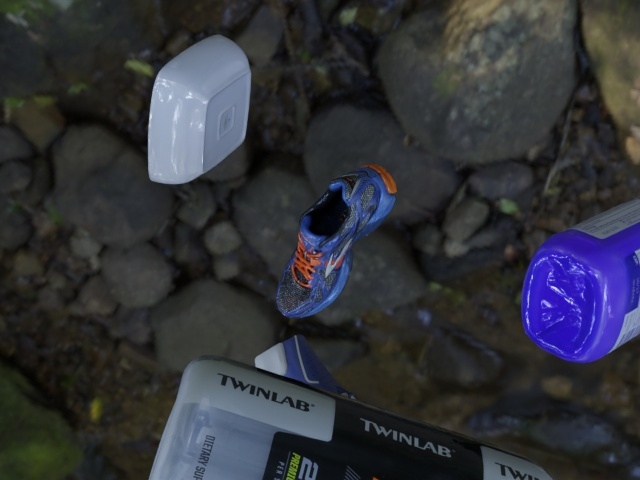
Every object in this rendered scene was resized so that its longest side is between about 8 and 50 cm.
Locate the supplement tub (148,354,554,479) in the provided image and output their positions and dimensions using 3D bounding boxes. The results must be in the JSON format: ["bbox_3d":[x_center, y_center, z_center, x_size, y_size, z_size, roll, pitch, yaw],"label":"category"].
[{"bbox_3d":[0.034,0.227,0.896,0.338,0.207,0.207,18,138,-4],"label":"supplement tub"}]

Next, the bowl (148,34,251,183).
[{"bbox_3d":[-0.119,-0.133,1.281,0.053,0.142,0.142,21,125,19],"label":"bowl"}]

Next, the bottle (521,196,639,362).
[{"bbox_3d":[0.299,0.020,1.141,0.092,0.283,0.118,26,123,36],"label":"bottle"}]

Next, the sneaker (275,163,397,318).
[{"bbox_3d":[0.000,0.000,1.460,0.083,0.087,0.221,43,116,31],"label":"sneaker"}]

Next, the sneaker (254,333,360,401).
[{"bbox_3d":[0.072,0.225,1.185,0.315,0.182,0.127,64,177,13],"label":"sneaker"}]
